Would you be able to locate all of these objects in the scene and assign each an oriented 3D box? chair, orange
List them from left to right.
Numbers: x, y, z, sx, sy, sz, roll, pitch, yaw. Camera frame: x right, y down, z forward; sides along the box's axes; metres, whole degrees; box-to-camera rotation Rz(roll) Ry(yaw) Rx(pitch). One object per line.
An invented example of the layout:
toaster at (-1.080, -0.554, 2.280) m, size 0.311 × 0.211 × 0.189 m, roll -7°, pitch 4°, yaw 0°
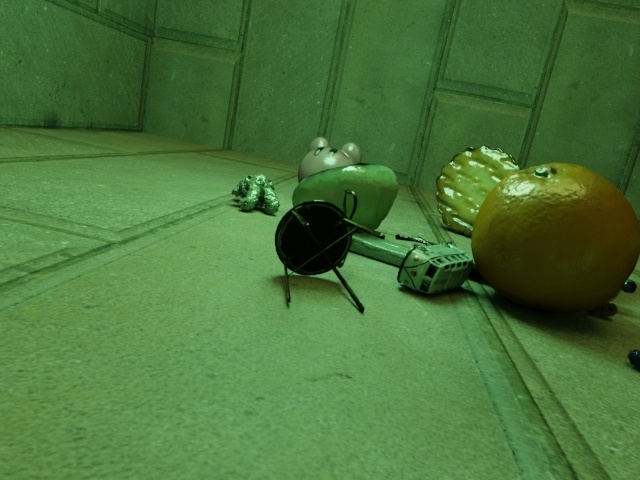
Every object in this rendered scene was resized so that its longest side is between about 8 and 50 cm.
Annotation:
chair at (0.000, 0.000, 0.896) m, size 0.170 × 0.159 × 0.325 m, roll 9°, pitch 17°, yaw -14°
orange at (0.460, -0.005, 0.978) m, size 0.312 × 0.312 × 0.312 m, roll 10°, pitch 13°, yaw -2°

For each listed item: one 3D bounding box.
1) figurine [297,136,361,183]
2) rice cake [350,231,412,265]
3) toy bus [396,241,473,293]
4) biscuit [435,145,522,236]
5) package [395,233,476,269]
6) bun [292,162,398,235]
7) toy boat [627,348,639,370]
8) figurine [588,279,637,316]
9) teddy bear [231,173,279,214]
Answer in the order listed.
figurine at (0.027, -0.220, 1.797) m, size 0.270 × 0.261 × 0.211 m, roll 17°, pitch 42°, yaw 21°
rice cake at (0.170, 0.026, 1.168) m, size 0.211 × 0.038 × 0.124 m, roll 20°, pitch 15°, yaw 32°
toy bus at (0.236, 0.058, 0.991) m, size 0.089 × 0.087 × 0.194 m, roll 32°, pitch 21°, yaw 34°
biscuit at (0.562, -0.171, 1.728) m, size 0.326 × 0.325 × 0.107 m, roll 22°, pitch 9°, yaw 40°
package at (0.314, 0.033, 1.214) m, size 0.239 × 0.030 × 0.154 m, roll 26°, pitch 9°, yaw 27°
bun at (0.067, -0.087, 1.290) m, size 0.283 × 0.179 × 0.283 m, roll -10°, pitch -9°, yaw -2°
toy boat at (0.509, 0.189, 0.748) m, size 0.038 × 0.038 × 0.083 m, roll 6°, pitch 13°, yaw -20°
figurine at (0.620, 0.103, 1.090) m, size 0.147 × 0.093 × 0.197 m, roll 5°, pitch 10°, yaw 23°
teddy bear at (-0.202, -0.154, 1.482) m, size 0.133 × 0.111 × 0.213 m, roll 9°, pitch 14°, yaw -25°
